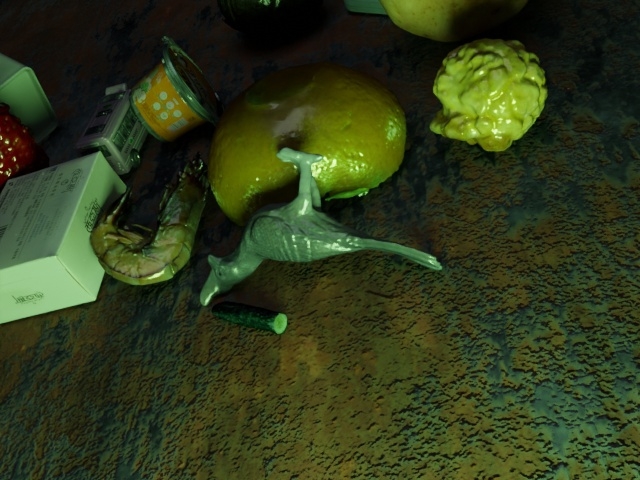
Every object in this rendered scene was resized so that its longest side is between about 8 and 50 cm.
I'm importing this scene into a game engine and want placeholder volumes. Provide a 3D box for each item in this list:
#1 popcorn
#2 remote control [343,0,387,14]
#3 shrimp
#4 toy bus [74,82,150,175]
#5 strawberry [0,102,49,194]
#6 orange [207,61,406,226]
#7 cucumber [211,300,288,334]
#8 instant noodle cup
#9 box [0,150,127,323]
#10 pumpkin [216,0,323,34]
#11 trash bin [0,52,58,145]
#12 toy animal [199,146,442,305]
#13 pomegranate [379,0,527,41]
[{"bbox_3d":[0.246,-0.214,1.223,0.179,0.170,0.180,-2,45,2],"label":"popcorn"},{"bbox_3d":[0.146,-0.500,1.686,0.244,0.047,0.087,18,52,40],"label":"remote control"},{"bbox_3d":[-0.278,-0.037,1.361,0.178,0.075,0.289,4,54,10],"label":"shrimp"},{"bbox_3d":[-0.401,-0.212,1.612,0.096,0.108,0.199,-11,41,19],"label":"toy bus"},{"bbox_3d":[-0.664,-0.120,1.573,0.257,0.257,0.277,9,67,37],"label":"strawberry"},{"bbox_3d":[-0.029,-0.162,1.313,0.334,0.196,0.263,-15,52,3],"label":"orange"},{"bbox_3d":[-0.104,0.103,1.144,0.133,0.032,0.032,9,50,38],"label":"cucumber"},{"bbox_3d":[-0.284,-0.269,1.583,0.125,0.177,0.208,-34,67,15],"label":"instant noodle cup"},{"bbox_3d":[-0.463,-0.008,1.404,0.203,0.116,0.274,-15,40,17],"label":"box"},{"bbox_3d":[-0.109,-0.521,1.762,0.237,0.159,0.238,-12,20,4],"label":"pumpkin"},{"bbox_3d":[-0.785,-0.302,1.847,0.367,0.296,0.256,21,55,27],"label":"trash bin"},{"bbox_3d":[-0.020,-0.032,1.155,0.366,0.206,0.081,-9,-2,22],"label":"toy animal"},{"bbox_3d":[0.227,-0.514,1.455,0.338,0.338,0.338,-16,39,13],"label":"pomegranate"}]
